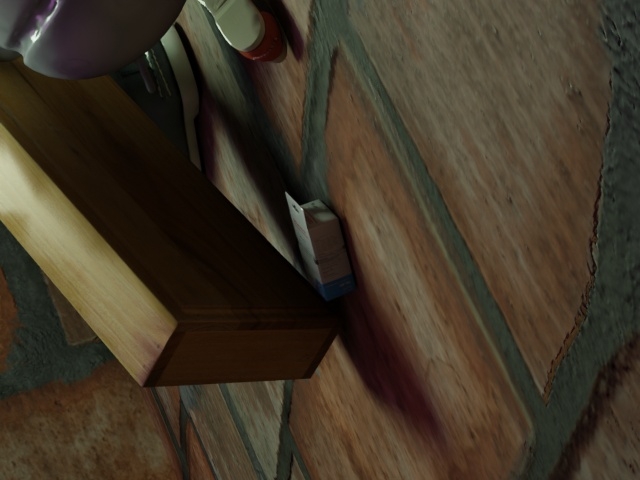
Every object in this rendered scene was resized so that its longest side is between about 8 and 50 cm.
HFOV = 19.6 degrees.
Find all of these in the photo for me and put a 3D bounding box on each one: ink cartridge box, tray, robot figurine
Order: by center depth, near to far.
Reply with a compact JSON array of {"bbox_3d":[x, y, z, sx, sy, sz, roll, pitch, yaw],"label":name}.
[{"bbox_3d":[0.000,0.000,1.487,0.048,0.028,0.083,-134,26,-61],"label":"ink cartridge box"},{"bbox_3d":[-0.248,-0.273,1.554,0.353,0.200,0.300,38,136,-7],"label":"robot figurine"},{"bbox_3d":[-0.180,-0.034,1.618,0.411,0.202,0.076,46,117,32],"label":"tray"}]

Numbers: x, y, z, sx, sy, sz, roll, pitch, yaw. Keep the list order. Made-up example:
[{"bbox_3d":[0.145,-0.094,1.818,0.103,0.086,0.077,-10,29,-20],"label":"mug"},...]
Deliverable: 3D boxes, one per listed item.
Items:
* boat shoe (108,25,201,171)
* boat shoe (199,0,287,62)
[{"bbox_3d":[-0.186,-0.119,1.932,0.319,0.099,0.116,100,147,-67],"label":"boat shoe"},{"bbox_3d":[-0.066,-0.191,1.433,0.043,0.049,0.137,20,-146,-50],"label":"boat shoe"}]
